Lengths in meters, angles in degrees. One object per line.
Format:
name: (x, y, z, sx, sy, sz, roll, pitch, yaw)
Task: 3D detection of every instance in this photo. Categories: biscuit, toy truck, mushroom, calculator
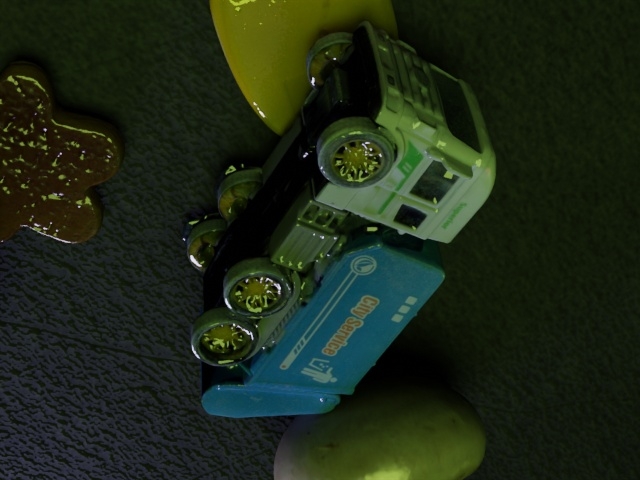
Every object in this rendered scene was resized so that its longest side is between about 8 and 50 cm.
biscuit: (-0.288, -0.079, 1.004, 0.236, 0.039, 0.180, 18, 121, -16)
toy truck: (0.000, 0.000, 1.008, 0.175, 0.146, 0.367, 19, 128, -24)
mushroom: (0.052, 0.227, 1.125, 0.206, 0.206, 0.209, 16, 73, -15)
calculator: (-0.012, -0.181, 0.981, 0.146, 0.032, 0.235, -19, 122, 4)
